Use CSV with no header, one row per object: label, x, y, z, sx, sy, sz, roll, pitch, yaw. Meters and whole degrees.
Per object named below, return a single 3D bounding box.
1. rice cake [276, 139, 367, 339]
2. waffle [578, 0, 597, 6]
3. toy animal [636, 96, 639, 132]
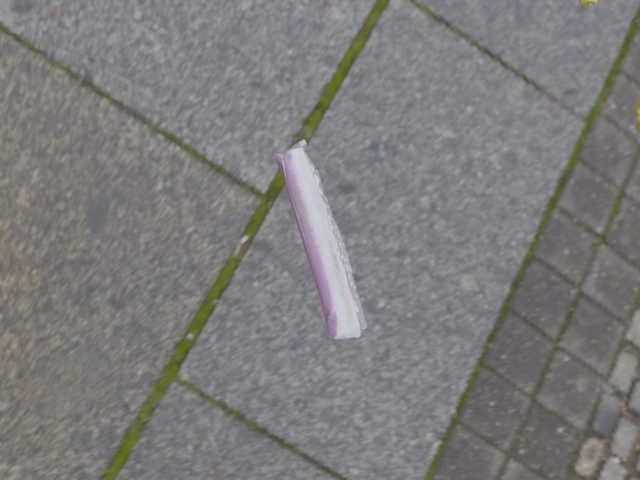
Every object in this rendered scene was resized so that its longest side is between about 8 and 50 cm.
rice cake,0.000,0.000,1.594,0.055,0.049,0.270,-18,85,14
waffle,0.437,-0.479,1.877,0.283,0.065,0.309,12,60,-10
toy animal,0.546,-0.240,1.822,0.156,0.156,0.230,-9,117,-23
